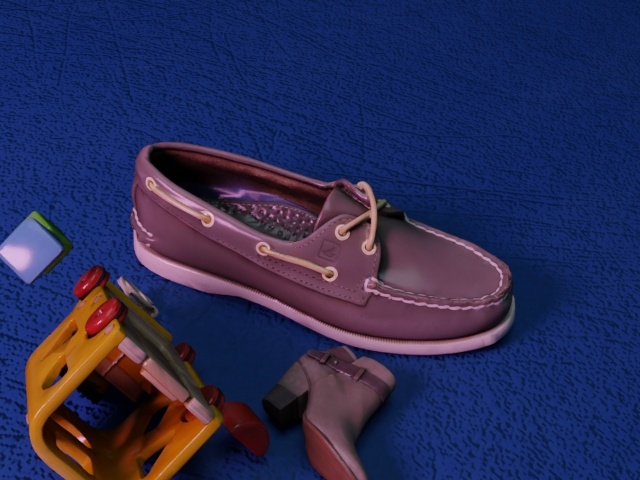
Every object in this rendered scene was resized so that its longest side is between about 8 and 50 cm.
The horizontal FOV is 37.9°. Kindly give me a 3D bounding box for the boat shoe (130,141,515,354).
[{"bbox_3d":[0.000,0.000,0.744,0.324,0.096,0.116,16,43,12],"label":"boat shoe"}]

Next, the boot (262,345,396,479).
[{"bbox_3d":[0.020,0.119,0.655,0.087,0.042,0.118,-26,50,-33],"label":"boot"}]

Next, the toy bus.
[{"bbox_3d":[-0.143,0.093,0.616,0.104,0.202,0.191,-46,64,-6],"label":"toy bus"}]
